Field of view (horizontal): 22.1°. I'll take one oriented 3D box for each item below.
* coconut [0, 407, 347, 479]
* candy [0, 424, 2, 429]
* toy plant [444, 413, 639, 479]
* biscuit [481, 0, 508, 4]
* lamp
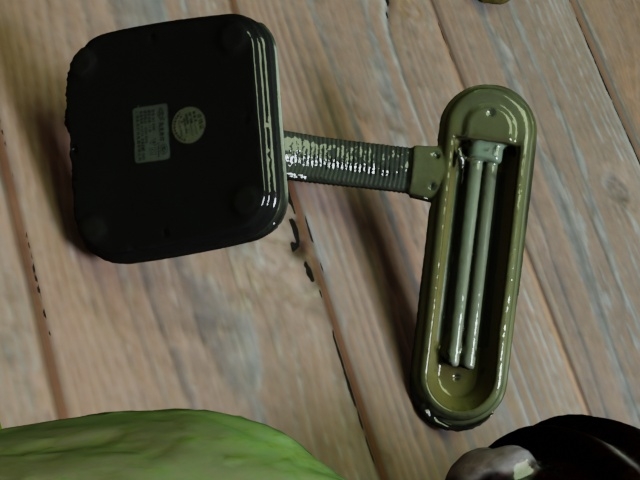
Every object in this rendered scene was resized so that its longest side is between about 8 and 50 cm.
[{"bbox_3d":[-0.082,0.200,0.444,0.328,0.281,0.328,-32,130,-48],"label":"coconut"},{"bbox_3d":[-0.186,0.048,0.624,0.187,0.081,0.297,-1,74,-51],"label":"candy"},{"bbox_3d":[0.149,0.173,0.832,0.235,0.218,0.175,-8,81,-36],"label":"toy plant"},{"bbox_3d":[0.095,-0.249,1.240,0.183,0.039,0.174,57,47,-18],"label":"biscuit"},{"bbox_3d":[-0.004,0.001,0.884,0.283,0.124,0.203,9,74,-51],"label":"lamp"}]
